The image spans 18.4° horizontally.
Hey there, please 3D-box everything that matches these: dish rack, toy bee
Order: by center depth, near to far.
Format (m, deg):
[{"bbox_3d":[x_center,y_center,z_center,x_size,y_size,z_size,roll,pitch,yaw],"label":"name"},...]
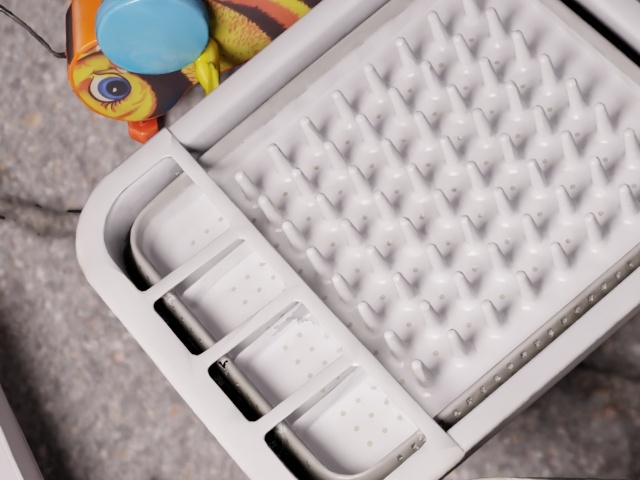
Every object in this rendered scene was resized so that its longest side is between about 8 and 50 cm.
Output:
[{"bbox_3d":[0.058,-0.013,1.101,0.333,0.072,0.285,-40,56,-5],"label":"dish rack"},{"bbox_3d":[-0.104,-0.143,1.271,0.298,0.162,0.195,4,58,21],"label":"toy bee"}]

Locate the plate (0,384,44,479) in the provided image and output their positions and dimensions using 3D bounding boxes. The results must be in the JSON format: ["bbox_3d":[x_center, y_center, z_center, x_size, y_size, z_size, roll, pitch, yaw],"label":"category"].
[{"bbox_3d":[-0.244,0.224,1.342,0.277,0.045,0.278,-51,56,38],"label":"plate"}]

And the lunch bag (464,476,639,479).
[{"bbox_3d":[0.183,0.202,0.989,0.287,0.235,0.169,3,81,35],"label":"lunch bag"}]

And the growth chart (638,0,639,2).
[{"bbox_3d":[0.203,-0.213,1.131,0.172,0.021,0.237,-18,77,32],"label":"growth chart"}]
